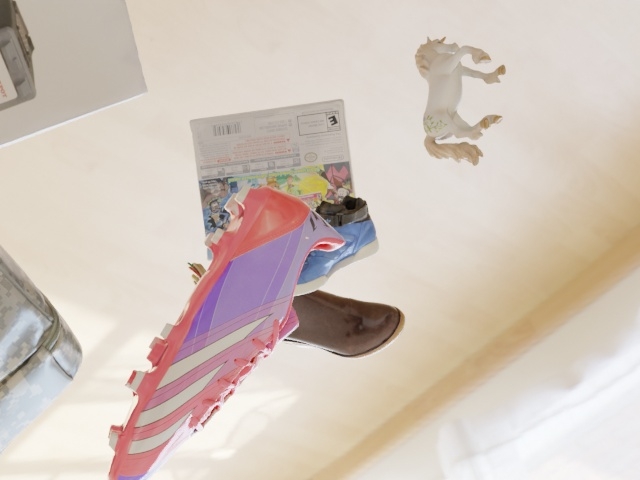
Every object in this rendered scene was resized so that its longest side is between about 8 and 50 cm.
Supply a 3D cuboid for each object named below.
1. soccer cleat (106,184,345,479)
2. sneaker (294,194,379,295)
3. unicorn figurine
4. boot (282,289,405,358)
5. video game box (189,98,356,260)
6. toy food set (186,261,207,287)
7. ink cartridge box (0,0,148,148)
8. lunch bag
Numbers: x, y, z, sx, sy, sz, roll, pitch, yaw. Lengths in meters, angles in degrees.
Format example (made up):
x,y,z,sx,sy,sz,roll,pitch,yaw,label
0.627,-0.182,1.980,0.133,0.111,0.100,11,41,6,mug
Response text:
x,y,z,sx,sy,sz,roll,pitch,yaw,label
-0.072,0.076,0.707,0.095,0.248,0.083,29,168,-9,soccer cleat
-0.001,0.000,1.113,0.152,0.058,0.085,-27,115,-28,sneaker
0.138,-0.160,1.005,0.111,0.162,0.060,4,162,43,unicorn figurine
-0.017,0.105,1.492,0.248,0.090,0.207,-10,144,36,boot
-0.056,-0.077,1.256,0.205,0.187,0.048,-7,179,7,video game box
-0.130,0.059,1.126,0.020,0.083,0.082,-33,153,-9,toy food set
-0.314,-0.119,0.663,0.306,0.226,0.131,-31,120,-39,ink cartridge box
-0.403,0.102,0.894,0.305,0.212,0.256,-43,156,-15,lunch bag
